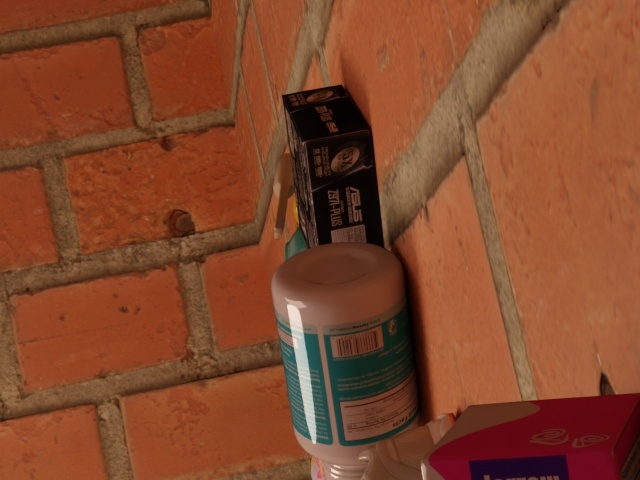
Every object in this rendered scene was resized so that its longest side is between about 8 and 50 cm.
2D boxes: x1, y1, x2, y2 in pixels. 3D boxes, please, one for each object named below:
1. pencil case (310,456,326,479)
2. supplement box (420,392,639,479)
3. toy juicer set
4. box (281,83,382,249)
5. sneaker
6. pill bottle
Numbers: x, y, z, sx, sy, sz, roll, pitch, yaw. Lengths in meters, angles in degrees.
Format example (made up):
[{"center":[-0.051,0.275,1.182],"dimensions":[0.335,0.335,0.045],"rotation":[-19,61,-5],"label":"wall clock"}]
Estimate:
[{"center":[0.030,0.194,1.795],"dimensions":[0.124,0.114,0.273],"rotation":[-120,20,-54],"label":"pencil case"},{"center":[0.140,0.209,0.814],"dimensions":[0.114,0.111,0.220],"rotation":[-24,-75,-67],"label":"supplement box"},{"center":[0.000,0.000,1.898],"dimensions":[0.329,0.090,0.209],"rotation":[74,-168,-52],"label":"toy juicer set"},{"center":[0.014,-0.069,1.656],"dimensions":[0.147,0.078,0.180],"rotation":[-114,15,-62],"label":"box"},{"center":[0.086,0.272,1.446],"dimensions":[0.262,0.121,0.099],"rotation":[86,171,-46],"label":"sneaker"},{"center":[0.033,0.145,1.567],"dimensions":[0.146,0.146,0.264],"rotation":[-116,17,-65],"label":"pill bottle"}]
